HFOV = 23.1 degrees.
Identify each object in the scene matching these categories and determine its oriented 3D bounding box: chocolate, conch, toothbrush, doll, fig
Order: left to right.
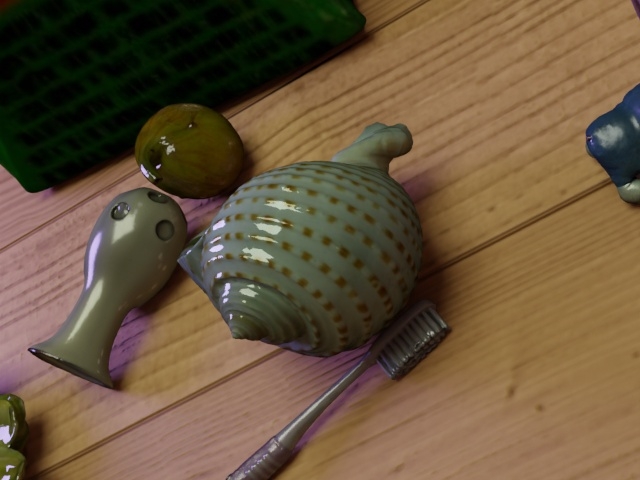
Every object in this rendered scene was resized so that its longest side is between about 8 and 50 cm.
[{"bbox_3d":[-0.196,-0.246,1.256,0.360,0.341,0.161,-23,39,26],"label":"chocolate"},{"bbox_3d":[-0.113,-0.070,1.232,0.082,0.098,0.084,-46,60,30],"label":"fig"},{"bbox_3d":[-0.048,0.167,1.068,0.354,0.024,0.029,-43,52,6],"label":"toothbrush"},{"bbox_3d":[0.004,0.010,1.057,0.200,0.131,0.172,-27,-7,-33],"label":"conch"},{"bbox_3d":[0.212,-0.069,1.004,0.083,0.050,0.076,-35,49,12],"label":"doll"}]

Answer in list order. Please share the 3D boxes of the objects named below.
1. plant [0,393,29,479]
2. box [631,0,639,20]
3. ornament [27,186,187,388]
[{"bbox_3d":[-0.363,0.210,1.180,0.306,0.297,0.261,-25,78,3],"label":"plant"},{"bbox_3d":[0.302,-0.021,0.796,0.112,0.190,0.370,-37,43,13],"label":"box"},{"bbox_3d":[-0.159,0.032,1.219,0.075,0.081,0.156,25,78,2],"label":"ornament"}]
